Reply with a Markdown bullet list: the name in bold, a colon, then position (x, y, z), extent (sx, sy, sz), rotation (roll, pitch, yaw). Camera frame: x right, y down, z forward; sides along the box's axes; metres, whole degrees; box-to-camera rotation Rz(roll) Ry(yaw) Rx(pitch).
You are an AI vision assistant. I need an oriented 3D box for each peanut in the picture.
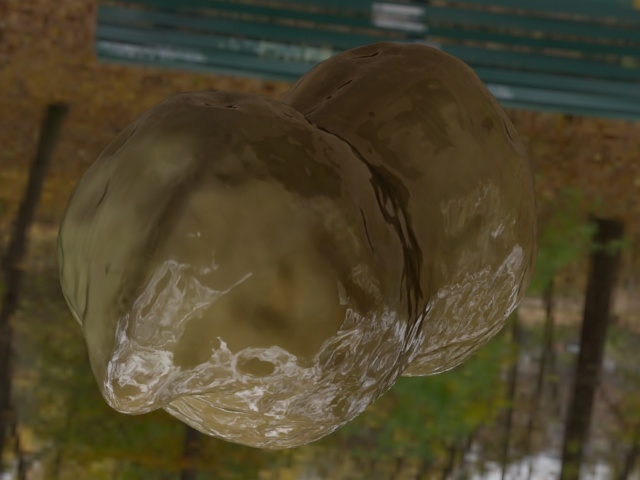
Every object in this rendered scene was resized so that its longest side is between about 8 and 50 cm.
- **peanut**: position (0.000, 0.000, 0.510), extent (0.101, 0.117, 0.263), rotation (9, -167, 23)
